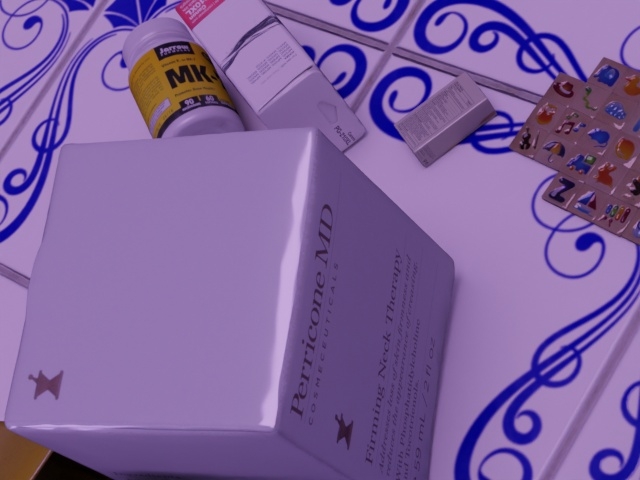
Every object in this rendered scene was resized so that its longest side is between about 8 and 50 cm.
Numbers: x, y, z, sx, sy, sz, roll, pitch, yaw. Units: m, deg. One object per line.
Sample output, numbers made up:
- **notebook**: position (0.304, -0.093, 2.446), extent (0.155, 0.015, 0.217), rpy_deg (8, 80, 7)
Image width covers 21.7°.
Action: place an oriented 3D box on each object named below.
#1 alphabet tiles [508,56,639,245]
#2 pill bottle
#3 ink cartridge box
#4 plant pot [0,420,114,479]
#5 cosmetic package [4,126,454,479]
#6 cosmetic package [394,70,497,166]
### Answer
- **alphabet tiles**: position (0.349, -0.115, 2.001), extent (0.237, 0.009, 0.198), rpy_deg (29, 79, 36)
- **pill bottle**: position (-0.190, -0.197, 2.255), extent (0.119, 0.119, 0.208), rpy_deg (-33, 54, 7)
- **ink cartridge box**: position (-0.064, -0.221, 2.170), extent (0.100, 0.172, 0.237), rpy_deg (-39, 53, 3)
- **plant pot**: position (-0.349, 0.336, 2.001), extent (0.187, 0.212, 0.212), rpy_deg (24, 76, 48)
- **cosmetic package**: position (-0.084, 0.108, 1.846), extent (0.327, 0.393, 0.329), rpy_deg (-2, 68, 26)
- **cosmetic package**: position (0.157, -0.152, 2.099), extent (0.115, 0.041, 0.060), rpy_deg (-35, 53, 6)
